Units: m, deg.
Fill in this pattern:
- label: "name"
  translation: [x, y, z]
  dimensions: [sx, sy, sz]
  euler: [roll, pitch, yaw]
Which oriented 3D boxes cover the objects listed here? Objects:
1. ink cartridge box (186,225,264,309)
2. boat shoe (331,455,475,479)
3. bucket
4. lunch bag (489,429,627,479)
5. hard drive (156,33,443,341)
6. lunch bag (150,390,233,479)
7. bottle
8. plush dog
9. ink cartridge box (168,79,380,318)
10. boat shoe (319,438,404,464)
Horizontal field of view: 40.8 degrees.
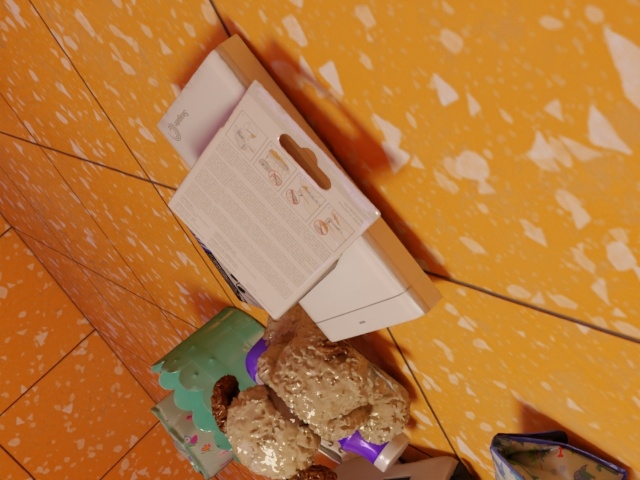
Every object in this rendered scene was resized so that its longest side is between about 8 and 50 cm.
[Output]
- label: "ink cartridge box"
  translation: [-0.137, 0.016, 1.322]
  dimensions: [0.097, 0.046, 0.207]
  euler: [13, 141, 52]
- label: "boat shoe"
  translation: [0.141, 0.448, 1.414]
  dimensions: [0.158, 0.127, 0.340]
  euler: [49, 144, -17]
- label: "bucket"
  translation: [-0.161, 0.273, 1.632]
  dimensions: [0.281, 0.183, 0.281]
  euler: [38, 157, 20]
- label: "lunch bag"
  translation: [0.272, 0.290, 1.007]
  dimensions: [0.151, 0.096, 0.129]
  euler: [20, 148, 29]
- label: "hard drive"
  translation: [-0.037, -0.042, 0.996]
  dimensions: [0.353, 0.047, 0.233]
  euler: [52, 152, -6]
- label: "lunch bag"
  translation: [-0.218, 0.395, 1.890]
  dimensions: [0.160, 0.223, 0.262]
  euler: [37, 159, 35]
- label: "bottle"
  translation: [0.013, 0.249, 1.363]
  dimensions: [0.283, 0.118, 0.092]
  euler: [39, 157, 19]
- label: "plush dog"
  translation: [-0.029, 0.232, 1.206]
  dimensions: [0.262, 0.225, 0.210]
  euler: [40, 179, 13]
- label: "ink cartridge box"
  translation: [-0.046, -0.042, 0.930]
  dimensions: [0.189, 0.066, 0.232]
  euler: [47, 131, 3]
- label: "boat shoe"
  translation: [0.069, 0.412, 1.575]
  dimensions: [0.277, 0.096, 0.098]
  euler: [32, 154, 30]
